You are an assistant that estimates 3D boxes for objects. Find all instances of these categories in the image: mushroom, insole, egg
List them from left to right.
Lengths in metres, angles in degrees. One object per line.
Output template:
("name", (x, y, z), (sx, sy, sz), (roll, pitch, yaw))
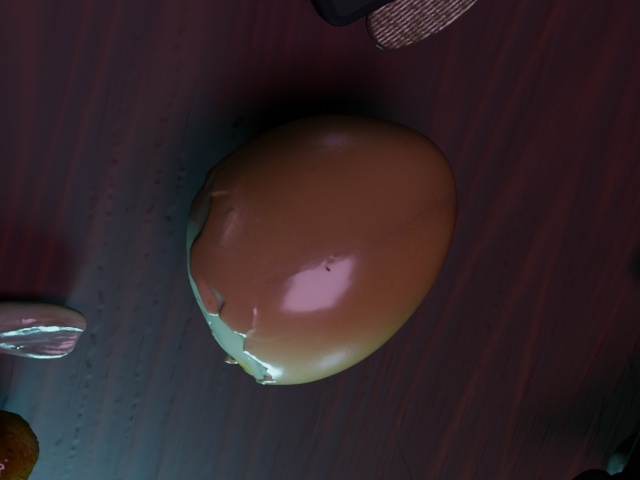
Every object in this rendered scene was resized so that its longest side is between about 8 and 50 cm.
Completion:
("mushroom", (-0.298, 0.076, 1.383), (0.202, 0.054, 0.059), (-2, 129, -24))
("egg", (0.000, 0.000, 1.335), (0.244, 0.201, 0.201), (-33, 127, 3))
("insole", (0.138, -0.246, 1.336), (0.253, 0.005, 0.086), (-40, 127, 10))

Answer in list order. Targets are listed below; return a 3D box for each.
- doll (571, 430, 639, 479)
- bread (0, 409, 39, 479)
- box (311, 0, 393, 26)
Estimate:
("doll", (0.420, 0.146, 1.591), (0.382, 0.379, 0.252), (-12, 173, 19))
("bread", (-0.400, 0.161, 1.369), (0.344, 0.084, 0.124), (18, 128, -30))
("box", (0.076, -0.277, 1.263), (0.230, 0.050, 0.160), (-27, 125, 1))
